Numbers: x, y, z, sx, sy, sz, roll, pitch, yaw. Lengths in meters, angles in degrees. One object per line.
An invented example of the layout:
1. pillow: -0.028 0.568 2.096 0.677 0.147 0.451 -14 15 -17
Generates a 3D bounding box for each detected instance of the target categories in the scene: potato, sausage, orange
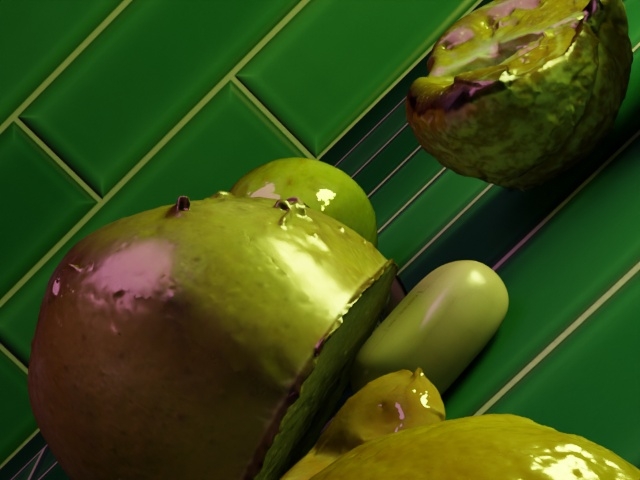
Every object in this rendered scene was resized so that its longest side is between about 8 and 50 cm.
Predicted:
1. potato: -0.137 0.112 1.344 0.385 0.319 0.442 -56 -7 -34
2. sausage: 0.001 0.258 1.133 0.354 0.116 0.134 -46 27 -24
3. orange: 0.259 -0.188 1.616 0.271 0.210 0.368 -9 31 33

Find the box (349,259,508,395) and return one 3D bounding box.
1. box: 0.116 0.105 1.371 0.200 0.088 0.146 -48 9 -12

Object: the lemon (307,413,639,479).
1. lemon: 0.077 0.212 0.624 0.284 0.260 0.260 -22 23 43

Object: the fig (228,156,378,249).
1. fig: -0.060 0.037 1.931 0.326 0.258 0.258 -62 15 -19

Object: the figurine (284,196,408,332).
1. figurine: -0.070 0.145 1.659 0.361 0.211 0.253 -36 50 14
